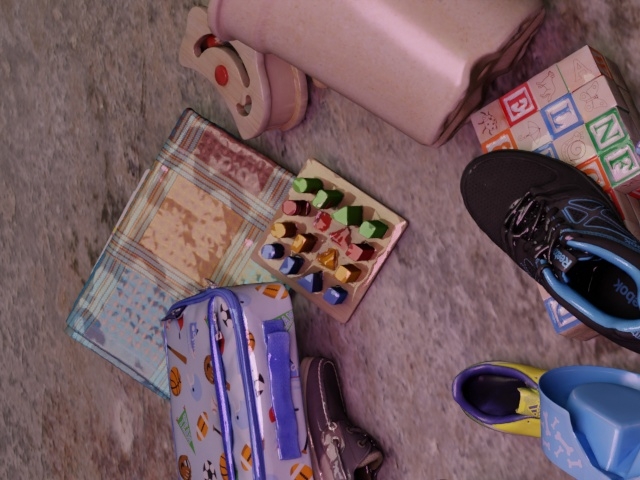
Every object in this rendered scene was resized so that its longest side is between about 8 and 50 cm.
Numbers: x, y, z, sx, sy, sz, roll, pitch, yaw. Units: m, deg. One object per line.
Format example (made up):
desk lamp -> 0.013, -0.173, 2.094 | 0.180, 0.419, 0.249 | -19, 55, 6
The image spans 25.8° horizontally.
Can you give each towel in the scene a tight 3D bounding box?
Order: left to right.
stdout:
towel -> -0.170, 0.039, 1.926 | 0.271, 0.040, 0.370 | 32, 100, 15

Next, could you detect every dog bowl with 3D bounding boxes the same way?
dog bowl -> 0.339, 0.217, 1.402 | 0.297, 0.165, 0.074 | 30, 118, 51

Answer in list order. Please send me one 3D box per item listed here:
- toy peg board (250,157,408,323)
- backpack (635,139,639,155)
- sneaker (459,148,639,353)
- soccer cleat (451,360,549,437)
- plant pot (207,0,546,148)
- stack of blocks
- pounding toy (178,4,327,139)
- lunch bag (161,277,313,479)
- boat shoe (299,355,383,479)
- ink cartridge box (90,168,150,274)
toy peg board -> 0.000, 0.000, 1.811 | 0.161, 0.079, 0.161 | 35, 101, 16
backpack -> 0.444, -0.128, 1.519 | 0.173, 0.158, 0.117 | 17, 105, 13
sneaker -> 0.269, -0.002, 1.509 | 0.341, 0.139, 0.125 | 40, 105, 34
soccer cleat -> 0.282, 0.192, 1.581 | 0.289, 0.121, 0.093 | 5, 83, 35
plant pot -> 0.088, -0.287, 1.671 | 0.305, 0.334, 0.334 | 39, 105, 9
stack of blocks -> 0.312, -0.054, 1.630 | 0.171, 0.087, 0.297 | -30, 65, 27
pounding toy -> -0.064, -0.237, 1.937 | 0.269, 0.154, 0.154 | 33, 128, 44
lunch bag -> -0.105, 0.195, 1.763 | 0.243, 0.115, 0.303 | -17, 81, 61
boat shoe -> 0.035, 0.279, 1.754 | 0.092, 0.103, 0.285 | -16, 71, 21
ink cartridge box -> -0.243, 0.001, 2.017 | 0.104, 0.061, 0.181 | 36, 102, 33
